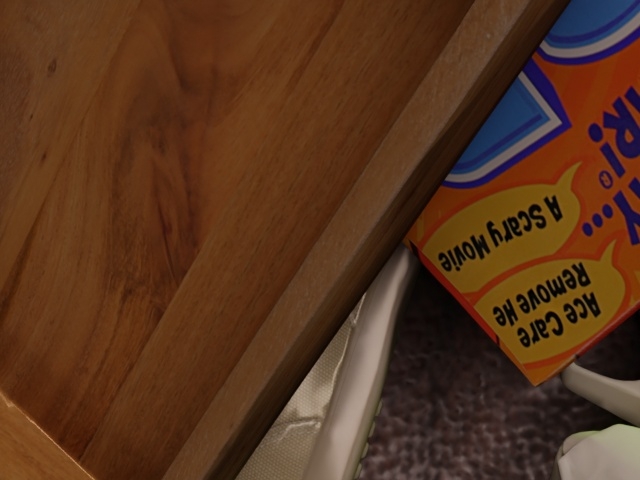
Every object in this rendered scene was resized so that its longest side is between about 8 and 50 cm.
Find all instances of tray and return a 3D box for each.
[{"bbox_3d":[-0.069,-0.039,0.696,0.203,0.411,0.076,42,43,9],"label":"tray"}]

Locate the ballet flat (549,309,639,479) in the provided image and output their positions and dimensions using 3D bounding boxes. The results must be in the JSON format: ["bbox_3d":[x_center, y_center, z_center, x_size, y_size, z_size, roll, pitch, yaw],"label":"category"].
[{"bbox_3d":[0.148,0.086,0.812,0.096,0.095,0.280,8,46,5],"label":"ballet flat"}]

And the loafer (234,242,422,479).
[{"bbox_3d":[0.000,0.000,0.841,0.092,0.102,0.269,18,78,-6],"label":"loafer"}]

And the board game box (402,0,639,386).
[{"bbox_3d":[0.145,-0.239,0.719,0.356,0.356,0.356,47,51,5],"label":"board game box"}]
